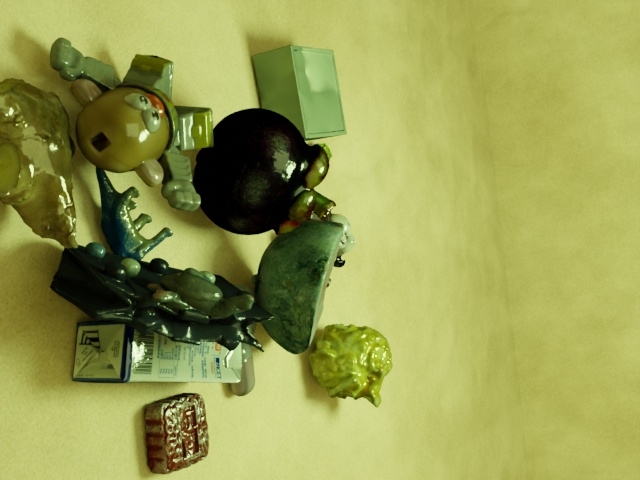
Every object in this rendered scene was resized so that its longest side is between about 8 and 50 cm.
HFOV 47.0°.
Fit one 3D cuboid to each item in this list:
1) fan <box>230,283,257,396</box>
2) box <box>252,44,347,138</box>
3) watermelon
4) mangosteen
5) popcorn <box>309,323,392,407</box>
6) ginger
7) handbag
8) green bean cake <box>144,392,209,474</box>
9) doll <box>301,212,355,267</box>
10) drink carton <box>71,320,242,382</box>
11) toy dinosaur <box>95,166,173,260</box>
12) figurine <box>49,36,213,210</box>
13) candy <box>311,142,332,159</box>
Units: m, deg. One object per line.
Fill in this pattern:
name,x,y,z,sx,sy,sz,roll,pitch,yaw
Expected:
fan,-0.180,0.214,1.578,0.130,0.074,0.244,-26,112,-70
box,-0.050,-0.364,1.869,0.225,0.118,0.224,-19,101,-60
watermelon,-0.075,0.110,1.605,0.188,0.175,0.321,-62,166,-64
mangosteen,-0.110,-0.124,1.521,0.302,0.275,0.274,25,53,-8
popcorn,0.081,0.321,1.885,0.235,0.181,0.216,3,83,-52
ginger,-0.444,-0.115,1.137,0.219,0.123,0.269,-59,140,-70
handbag,-0.250,0.092,1.216,0.326,0.269,0.118,16,93,-41
green bean cake,-0.270,0.364,1.401,0.136,0.056,0.135,-3,86,-60
doll,-0.002,0.001,1.874,0.257,0.117,0.181,-22,97,-56
drink carton,-0.283,0.206,1.338,0.315,0.131,0.106,17,71,-57
toy dinosaur,-0.371,-0.001,1.304,0.188,0.075,0.247,-55,134,-30
figurine,-0.320,-0.204,1.283,0.343,0.167,0.285,33,27,2
candy,-0.040,-0.225,1.934,0.194,0.062,0.058,-12,139,-51
